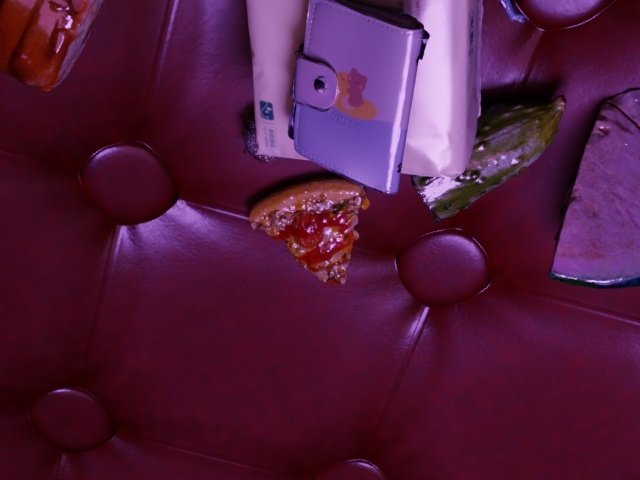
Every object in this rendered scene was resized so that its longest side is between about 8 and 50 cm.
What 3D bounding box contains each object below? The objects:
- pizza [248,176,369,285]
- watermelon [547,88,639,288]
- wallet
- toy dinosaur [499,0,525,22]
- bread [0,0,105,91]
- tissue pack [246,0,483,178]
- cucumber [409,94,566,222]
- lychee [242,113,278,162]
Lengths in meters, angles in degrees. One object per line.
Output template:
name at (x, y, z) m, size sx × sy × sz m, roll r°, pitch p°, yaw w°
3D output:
pizza at (0.000, 0.000, 2.048) m, size 0.188 × 0.062 × 0.199 m, roll -15°, pitch 123°, yaw 17°
watermelon at (0.481, -0.046, 1.938) m, size 0.292 × 0.319 × 0.222 m, roll 8°, pitch 159°, yaw 7°
wallet at (0.044, -0.183, 1.652) m, size 0.170 × 0.069 × 0.231 m, roll 23°, pitch 126°, yaw 22°
toy dinosaur at (0.211, -0.363, 1.794) m, size 0.197 × 0.045 × 0.080 m, roll 42°, pitch 130°, yaw -16°
bread at (-0.310, -0.348, 1.690) m, size 0.114 × 0.295 × 0.328 m, roll 23°, pitch 91°, yaw -11°
tissue pack at (0.059, -0.294, 1.743) m, size 0.297 × 0.207 × 0.380 m, roll 5°, pitch 125°, yaw 15°
cucumber at (0.239, -0.134, 1.910) m, size 0.244 × 0.134 × 0.134 m, roll -29°, pitch 117°, yaw 17°
lychee at (-0.078, -0.149, 1.953) m, size 0.083 × 0.068 × 0.067 m, roll -44°, pitch 153°, yaw 24°
